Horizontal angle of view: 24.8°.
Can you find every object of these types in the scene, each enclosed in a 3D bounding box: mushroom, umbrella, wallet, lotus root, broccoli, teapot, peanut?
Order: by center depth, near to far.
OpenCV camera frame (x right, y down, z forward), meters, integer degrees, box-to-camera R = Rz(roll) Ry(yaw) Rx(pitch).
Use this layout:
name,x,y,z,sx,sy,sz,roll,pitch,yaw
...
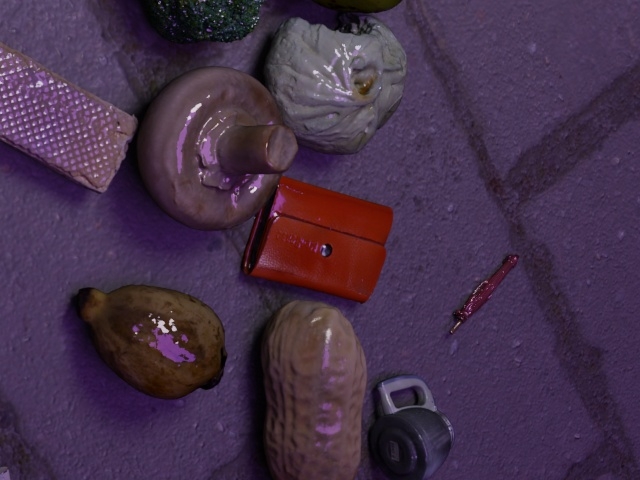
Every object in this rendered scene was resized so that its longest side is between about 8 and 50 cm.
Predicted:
name,x,y,z,sx,sy,sz,roll,pitch,yaw
broccoli,-0.152,-0.322,1.757,0.195,0.156,0.195,-4,137,-4
mushroom,-0.111,-0.111,1.789,0.207,0.215,0.207,-6,99,-42
lotus root,-0.215,0.123,1.846,0.214,0.138,0.138,25,89,-24
peanut,-0.007,0.229,1.994,0.152,0.152,0.313,-10,108,-31
wallet,0.000,0.000,1.995,0.204,0.045,0.142,15,94,-35
teapot,0.133,0.279,2.140,0.108,0.149,0.111,-18,151,-44
umbrella,0.244,0.079,2.189,0.165,0.025,0.027,-46,103,-18

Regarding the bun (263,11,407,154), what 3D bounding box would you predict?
name,x,y,z,sx,sy,sz,roll,pitch,yaw
bun,0.032,-0.215,1.897,0.212,0.126,0.204,-50,127,-25

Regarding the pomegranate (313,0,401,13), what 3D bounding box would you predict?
name,x,y,z,sx,sy,sz,roll,pitch,yaw
pomegranate,0.070,-0.388,1.851,0.246,0.198,0.198,-10,108,-33

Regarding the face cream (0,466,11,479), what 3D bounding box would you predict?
name,x,y,z,sx,sy,sz,roll,pitch,yaw
face cream,-0.397,0.341,1.842,0.038,0.020,0.115,-18,115,-29

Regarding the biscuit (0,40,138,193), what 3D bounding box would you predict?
name,x,y,z,sx,sy,sz,roll,pitch,yaw
biscuit,-0.333,-0.152,1.729,0.239,0.061,0.108,30,83,-36
